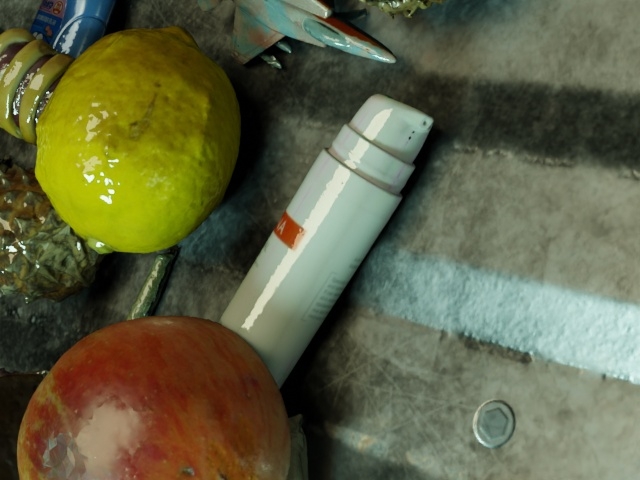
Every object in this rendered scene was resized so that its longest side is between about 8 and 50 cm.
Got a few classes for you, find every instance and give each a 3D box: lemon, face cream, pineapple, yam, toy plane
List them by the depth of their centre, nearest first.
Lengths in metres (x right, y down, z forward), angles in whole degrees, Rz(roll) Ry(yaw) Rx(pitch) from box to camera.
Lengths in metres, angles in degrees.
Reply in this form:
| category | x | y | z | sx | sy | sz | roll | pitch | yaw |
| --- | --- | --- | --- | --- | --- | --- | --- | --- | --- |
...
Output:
| category | x | y | z | sx | sy | sz | roll | pitch | yaw |
| --- | --- | --- | --- | --- | --- | --- | --- | --- | --- |
| face cream | 0.000 | 0.000 | 1.356 | 0.102 | 0.102 | 0.345 | 40 | 102 | 41 |
| toy plane | -0.029 | -0.274 | 1.464 | 0.326 | 0.104 | 0.223 | 28 | 131 | 27 |
| lemon | -0.208 | -0.118 | 1.488 | 0.233 | 0.233 | 0.288 | 5 | 74 | 41 |
| yam | -0.211 | 0.067 | 1.563 | 0.033 | 0.027 | 0.129 | 21 | 89 | 41 |
| pineapple | -0.409 | -0.037 | 1.696 | 0.361 | 0.175 | 0.175 | 34 | 98 | 55 |
| face cream | -0.343 | -0.293 | 1.756 | 0.149 | 0.083 | 0.264 | 26 | 93 | 50 |

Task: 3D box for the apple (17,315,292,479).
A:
| category | x | y | z | sx | sy | sz | roll | pitch | yaw |
| --- | --- | --- | --- | --- | --- | --- | --- | --- | --- |
| apple | -0.193 | 0.218 | 1.288 | 0.251 | 0.163 | 0.293 | 43 | 107 | 27 |

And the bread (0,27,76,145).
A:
| category | x | y | z | sx | sy | sz | roll | pitch | yaw |
| --- | --- | --- | --- | --- | --- | --- | --- | --- | --- |
| bread | -0.339 | -0.173 | 1.660 | 0.225 | 0.081 | 0.134 | 28 | 105 | 7 |

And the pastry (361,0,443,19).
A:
| category | x | y | z | sx | sy | sz | roll | pitch | yaw |
| --- | --- | --- | --- | --- | --- | --- | --- | --- | --- |
| pastry | 0.094 | -0.362 | 1.315 | 0.275 | 0.193 | 0.275 | -9 | 62 | 18 |

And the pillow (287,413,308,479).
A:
| category | x | y | z | sx | sy | sz | roll | pitch | yaw |
| --- | --- | --- | --- | --- | --- | --- | --- | --- | --- |
| pillow | -0.066 | 0.329 | 1.326 | 0.173 | 0.067 | 0.270 | -24 | 62 | 37 |

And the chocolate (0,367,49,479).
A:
| category | x | y | z | sx | sy | sz | roll | pitch | yaw |
| --- | --- | --- | --- | --- | --- | --- | --- | --- | --- |
| chocolate | -0.379 | 0.295 | 1.428 | 0.112 | 0.112 | 0.321 | -9 | 76 | 30 |
